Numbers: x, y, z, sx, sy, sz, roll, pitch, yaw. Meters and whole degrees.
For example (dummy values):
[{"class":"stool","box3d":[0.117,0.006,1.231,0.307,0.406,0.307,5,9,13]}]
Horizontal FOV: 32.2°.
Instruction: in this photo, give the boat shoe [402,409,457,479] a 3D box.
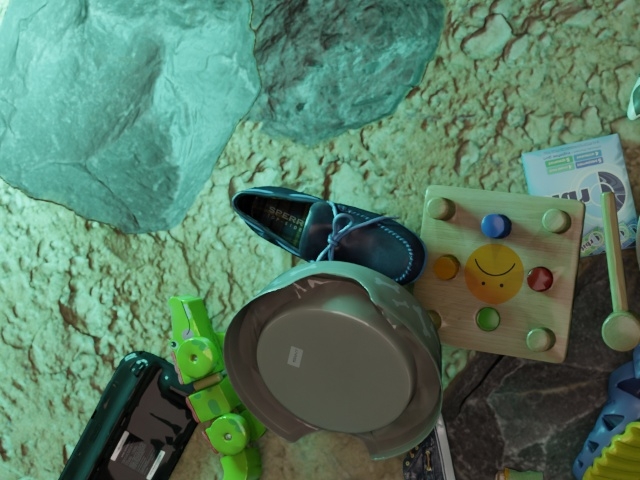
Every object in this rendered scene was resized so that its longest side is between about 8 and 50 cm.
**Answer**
[{"class":"boat shoe","box3d":[0.167,0.334,1.789,0.083,0.065,0.183,-12,86,7]}]

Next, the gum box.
[{"class":"gum box","box3d":[0.420,-0.065,1.784,0.157,0.041,0.184,-11,86,8]}]

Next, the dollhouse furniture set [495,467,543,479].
[{"class":"dollhouse furniture set","box3d":[0.314,0.442,1.764,0.076,0.058,0.151,3,88,8]}]

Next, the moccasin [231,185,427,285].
[{"class":"moccasin","box3d":[0.000,0.000,1.757,0.342,0.117,0.137,15,93,31]}]

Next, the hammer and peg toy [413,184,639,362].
[{"class":"hammer and peg toy","box3d":[0.325,0.050,1.716,0.361,0.127,0.265,6,91,21]}]

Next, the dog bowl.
[{"class":"dog bowl","box3d":[0.028,0.182,1.720,0.349,0.102,0.348,10,125,14]}]

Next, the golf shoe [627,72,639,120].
[{"class":"golf shoe","box3d":[0.621,-0.191,1.744,0.273,0.105,0.120,31,108,15]}]

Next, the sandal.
[{"class":"sandal","box3d":[0.498,0.251,1.728,0.317,0.126,0.138,-54,39,8]}]

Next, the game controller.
[{"class":"game controller","box3d":[-0.323,0.351,1.874,0.166,0.067,0.319,28,92,-5]}]

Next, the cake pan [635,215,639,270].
[{"class":"cake pan","box3d":[0.624,-0.009,1.707,0.293,0.054,0.293,0,102,-1]}]

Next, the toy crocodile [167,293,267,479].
[{"class":"toy crocodile","box3d":[-0.176,0.250,1.814,0.105,0.115,0.340,-22,89,17]}]
